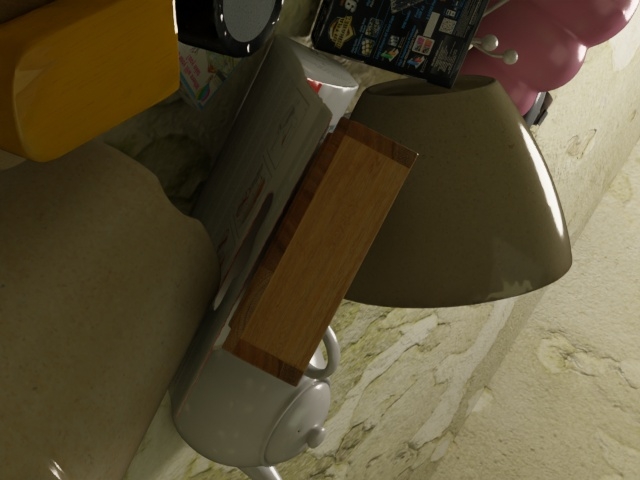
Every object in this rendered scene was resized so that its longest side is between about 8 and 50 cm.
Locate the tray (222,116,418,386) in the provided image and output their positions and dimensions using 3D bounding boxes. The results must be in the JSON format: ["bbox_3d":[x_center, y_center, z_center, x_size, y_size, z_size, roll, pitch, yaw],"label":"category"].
[{"bbox_3d":[0.000,0.000,1.049,0.203,0.076,0.411,-63,-179,2],"label":"tray"}]

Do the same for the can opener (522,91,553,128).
[{"bbox_3d":[0.311,-0.167,1.972,0.283,0.076,0.095,-56,155,3],"label":"can opener"}]

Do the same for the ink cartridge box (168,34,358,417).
[{"bbox_3d":[-0.054,-0.024,1.105,0.308,0.091,0.385,-62,-163,14],"label":"ink cartridge box"}]

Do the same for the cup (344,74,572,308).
[{"bbox_3d":[0.145,-0.079,1.393,0.331,0.331,0.237,-27,117,-51],"label":"cup"}]

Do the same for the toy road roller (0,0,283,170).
[{"bbox_3d":[-0.182,-0.219,0.724,0.329,0.202,0.240,-43,142,-43],"label":"toy road roller"}]

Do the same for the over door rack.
[{"bbox_3d":[0.226,-0.318,1.434,0.324,0.108,0.239,-42,163,17],"label":"over door rack"}]

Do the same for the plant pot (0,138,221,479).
[{"bbox_3d":[-0.249,0.087,0.885,0.305,0.334,0.334,-58,161,-32],"label":"plant pot"}]

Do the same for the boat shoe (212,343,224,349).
[{"bbox_3d":[-0.098,0.051,1.462,0.065,0.075,0.206,39,89,-25],"label":"boat shoe"}]

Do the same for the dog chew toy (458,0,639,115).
[{"bbox_3d":[0.323,-0.318,1.647,0.332,0.206,0.206,-53,159,13],"label":"dog chew toy"}]

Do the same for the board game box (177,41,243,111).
[{"bbox_3d":[-0.118,-0.207,1.085,0.103,0.026,0.154,-53,158,-11],"label":"board game box"}]

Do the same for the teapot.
[{"bbox_3d":[-0.070,0.222,1.555,0.252,0.187,0.256,-54,157,-9],"label":"teapot"}]

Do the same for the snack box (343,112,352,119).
[{"bbox_3d":[0.014,-0.098,1.493,0.100,0.037,0.141,-26,142,-55],"label":"snack box"}]

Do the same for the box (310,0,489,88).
[{"bbox_3d":[0.106,-0.297,1.249,0.051,0.175,0.220,-102,-151,-59],"label":"box"}]
